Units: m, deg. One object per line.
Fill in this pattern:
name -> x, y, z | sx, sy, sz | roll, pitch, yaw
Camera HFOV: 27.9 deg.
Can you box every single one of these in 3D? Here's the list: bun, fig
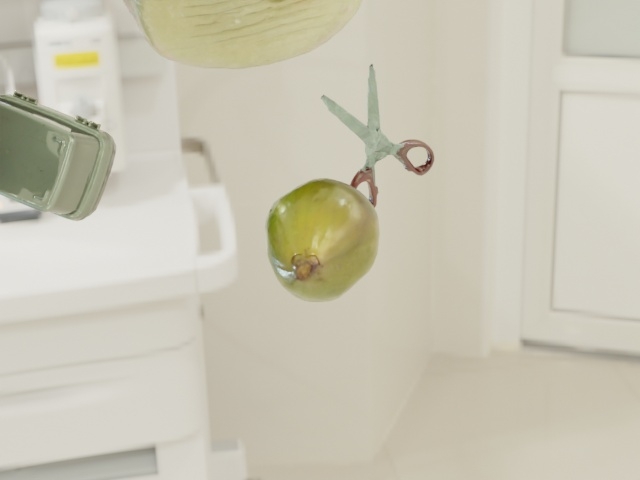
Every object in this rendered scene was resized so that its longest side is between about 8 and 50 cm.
bun -> -0.113, -0.389, 1.668 | 0.361, 0.361, 0.213 | -6, 51, -9
fig -> 0.001, 0.001, 1.519 | 0.135, 0.121, 0.153 | 5, 65, 5

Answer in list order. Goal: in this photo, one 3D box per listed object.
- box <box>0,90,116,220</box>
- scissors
box -> -0.407, -0.121, 1.817 | 0.210, 0.148, 0.129 | 22, 6, 18
scissors -> 0.073, -0.141, 1.783 | 0.144, 0.248, 0.017 | -35, 51, -4
